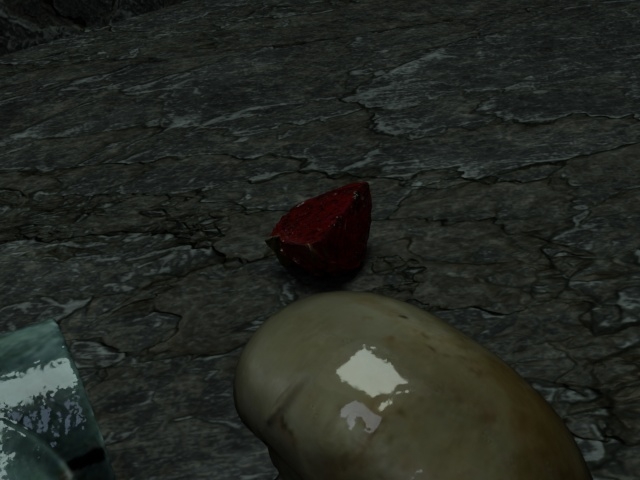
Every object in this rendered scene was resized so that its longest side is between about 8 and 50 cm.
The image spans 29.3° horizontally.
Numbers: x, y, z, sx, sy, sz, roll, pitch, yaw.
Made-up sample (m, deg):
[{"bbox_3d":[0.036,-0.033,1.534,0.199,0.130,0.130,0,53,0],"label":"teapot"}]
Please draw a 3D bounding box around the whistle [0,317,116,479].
[{"bbox_3d":[-0.271,0.189,1.031,0.168,0.188,0.405,-19,-7,-15],"label":"whistle"}]

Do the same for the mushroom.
[{"bbox_3d":[0.033,0.199,0.840,0.290,0.292,0.292,-49,36,-11],"label":"mushroom"}]

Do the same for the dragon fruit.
[{"bbox_3d":[0.000,0.000,1.471,0.106,0.083,0.162,-9,29,28],"label":"dragon fruit"}]
